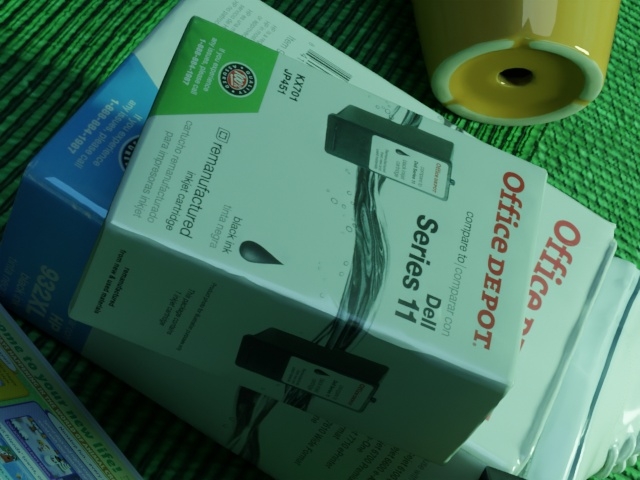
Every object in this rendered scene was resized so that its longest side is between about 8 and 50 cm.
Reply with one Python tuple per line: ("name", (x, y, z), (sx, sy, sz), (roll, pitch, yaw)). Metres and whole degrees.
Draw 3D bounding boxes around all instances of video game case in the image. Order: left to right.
("video game case", (-0.185, 0.089, 0.707), (0.212, 0.023, 0.193), (47, 17, 16))

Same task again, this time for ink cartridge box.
("ink cartridge box", (-0.005, 0.012, 0.852), (0.307, 0.129, 0.223), (32, 46, 1))
("ink cartridge box", (0.000, 0.000, 0.716), (0.208, 0.087, 0.153), (22, 50, -8))

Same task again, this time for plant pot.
("plant pot", (0.148, -0.199, 1.080), (0.205, 0.205, 0.188), (12, 64, -18))

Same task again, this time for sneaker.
("sneaker", (0.183, 0.104, 0.897), (0.091, 0.094, 0.258), (30, 44, 5))

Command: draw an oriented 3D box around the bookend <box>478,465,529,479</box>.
("bookend", (0.063, 0.183, 0.716), (0.156, 0.157, 0.072), (21, 19, -11))
